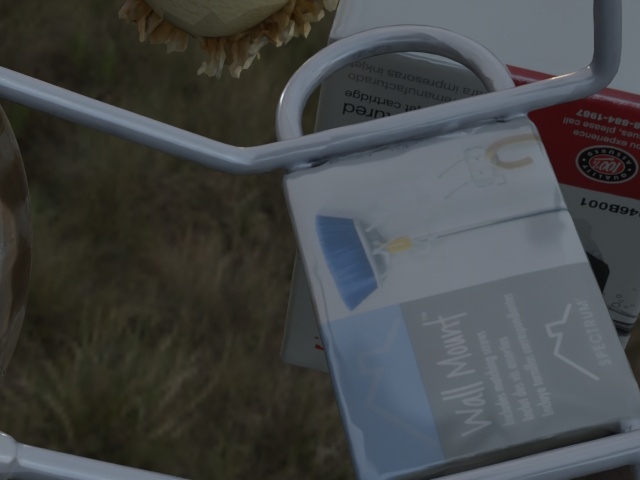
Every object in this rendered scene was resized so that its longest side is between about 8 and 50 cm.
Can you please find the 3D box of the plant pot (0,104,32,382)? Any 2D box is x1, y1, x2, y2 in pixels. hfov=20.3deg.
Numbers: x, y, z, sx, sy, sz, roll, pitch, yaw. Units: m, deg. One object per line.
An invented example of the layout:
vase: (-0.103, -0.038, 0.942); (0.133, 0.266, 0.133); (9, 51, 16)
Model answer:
plant pot: (-0.300, 0.001, 0.834); (0.280, 0.323, 0.323); (2, 25, 23)

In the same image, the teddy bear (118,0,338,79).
teddy bear: (-0.073, -0.216, 0.586); (0.113, 0.245, 0.338); (-23, 51, -34)

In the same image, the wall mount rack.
wall mount rack: (0.000, 0.000, 0.698); (0.304, 0.130, 0.350); (-13, 46, -2)

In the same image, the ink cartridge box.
ink cartridge box: (0.093, -0.029, 1.001); (0.197, 0.273, 0.114); (13, 50, 3)
